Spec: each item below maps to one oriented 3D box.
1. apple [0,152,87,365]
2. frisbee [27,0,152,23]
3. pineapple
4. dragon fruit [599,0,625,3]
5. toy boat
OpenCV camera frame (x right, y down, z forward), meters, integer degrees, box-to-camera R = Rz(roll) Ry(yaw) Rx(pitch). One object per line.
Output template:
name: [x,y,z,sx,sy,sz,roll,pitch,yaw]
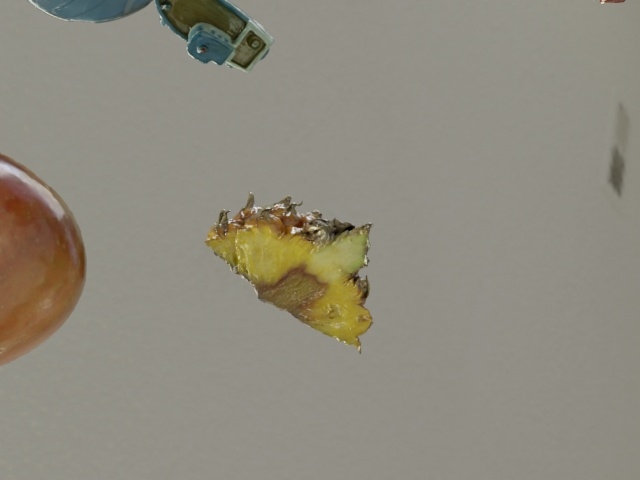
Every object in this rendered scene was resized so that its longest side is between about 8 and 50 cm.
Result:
apple: [-0.316,0.023,1.015,0.210,0.235,0.173,38,-123,-7]
frisbee: [-0.307,-0.436,1.599,0.049,0.290,0.289,43,-136,-77]
pineapple: [-0.005,-0.003,1.489,0.250,0.164,0.139,30,-149,-12]
dragon fruit: [0.300,-0.302,1.107,0.133,0.136,0.165,-2,-60,-25]
toy boat: [-0.165,-0.317,1.761,0.215,0.088,0.102,31,-155,-24]
